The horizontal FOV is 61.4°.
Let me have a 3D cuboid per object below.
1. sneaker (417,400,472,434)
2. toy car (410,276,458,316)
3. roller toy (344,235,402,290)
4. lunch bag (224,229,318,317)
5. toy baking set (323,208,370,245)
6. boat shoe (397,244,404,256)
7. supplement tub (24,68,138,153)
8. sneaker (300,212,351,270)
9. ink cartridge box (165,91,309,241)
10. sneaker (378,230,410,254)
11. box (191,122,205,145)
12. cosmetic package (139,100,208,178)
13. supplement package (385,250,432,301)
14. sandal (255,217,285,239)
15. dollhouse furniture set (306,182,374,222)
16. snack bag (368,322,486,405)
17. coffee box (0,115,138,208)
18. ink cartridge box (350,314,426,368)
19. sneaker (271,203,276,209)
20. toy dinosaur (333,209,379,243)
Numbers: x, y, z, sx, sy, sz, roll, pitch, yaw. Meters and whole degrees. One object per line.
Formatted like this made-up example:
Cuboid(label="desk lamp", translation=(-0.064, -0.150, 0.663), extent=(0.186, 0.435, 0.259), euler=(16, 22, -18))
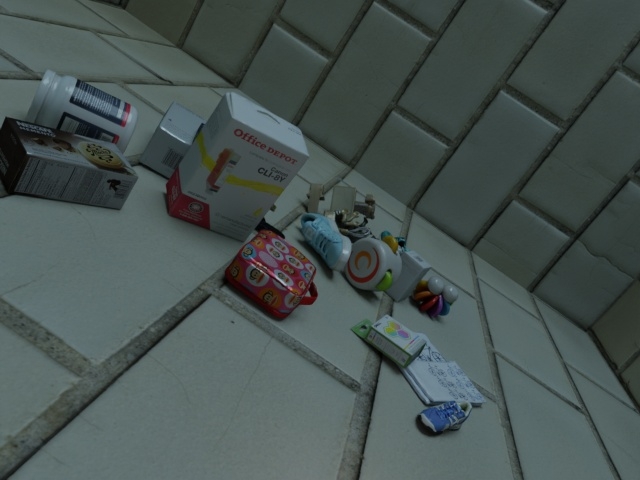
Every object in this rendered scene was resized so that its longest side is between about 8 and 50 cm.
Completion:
Cuboid(label="sneaker", translation=(0.343, 0.478, 1.485), extent=(0.211, 0.081, 0.080), euler=(9, 33, -49))
Cuboid(label="toy car", translation=(0.460, 0.242, 2.194), extent=(0.182, 0.159, 0.136), euler=(29, 54, -17))
Cuboid(label="roller toy", translation=(0.199, 0.089, 2.004), extent=(0.146, 0.191, 0.209), euler=(14, 72, -48))
Cuboid(label="lunch bag", translation=(-0.119, 0.099, 1.570), extent=(0.258, 0.120, 0.293), euler=(36, 18, 1))
Cuboid(label="toy baking set", translation=(0.093, -0.047, 2.228), extent=(0.030, 0.196, 0.256), euler=(81, -13, -52))
Cuboid(label="boat shoe", translation=(0.307, 0.069, 2.252), extent=(0.103, 0.118, 0.320), euler=(0, -12, 15))
Cuboid(label="supplement tub", translation=(-0.707, -0.369, 1.608), extent=(0.272, 0.191, 0.191), euler=(24, 22, -30))
Cuboid(label="sneaker", translation=(0.000, 0.000, 2.023), extent=(0.150, 0.135, 0.366), euler=(18, 15, -21))
Cuboid(label="ink cartridge box", translation=(-0.259, -0.214, 1.655), extent=(0.279, 0.385, 0.160), euler=(22, 31, -33))
Cuboid(label="sneaker", translation=(0.362, 0.026, 2.563), extent=(0.107, 0.110, 0.275), euler=(25, 20, -25))
Cuboid(label="box", translation=(-0.375, -0.336, 1.848), extent=(0.114, 0.036, 0.207), euler=(30, 19, -19))
Cuboid(label="cosmetic package", translation=(-0.501, -0.353, 1.962), extent=(0.217, 0.156, 0.385), euler=(30, 21, -22))
Cuboid(label="supplement package", translation=(0.335, 0.140, 2.132), extent=(0.105, 0.179, 0.105), euler=(42, 20, 20))
Cuboid(label="sandal", translation=(-0.230, -0.080, 1.915), extent=(0.254, 0.054, 0.097), euler=(32, 19, -7))
Cuboid(label="dollhouse furniture set", translation=(0.099, -0.119, 2.550), extent=(0.303, 0.174, 0.355), euler=(7, -14, 8))
Cuboid(label="snack bag", translation=(0.348, 0.399, 1.755), extent=(0.323, 0.037, 0.342), euler=(16, 26, -41))
Cuboid(label="coffee box", translation=(-0.651, -0.191, 1.382), extent=(0.297, 0.119, 0.168), euler=(9, 33, -52))
Cuboid(label="ink cartridge box", translation=(0.210, 0.294, 1.667), extent=(0.209, 0.062, 0.109), euler=(33, 29, 23))
Cuboid(label="sneaker", translation=(-0.211, -0.151, 2.168), extent=(0.083, 0.032, 0.037), euler=(41, 6, 4))
Cuboid(label="toy dinosaur", translation=(0.154, 0.001, 2.278), extent=(0.121, 0.160, 0.314), euler=(67, -3, -56))
